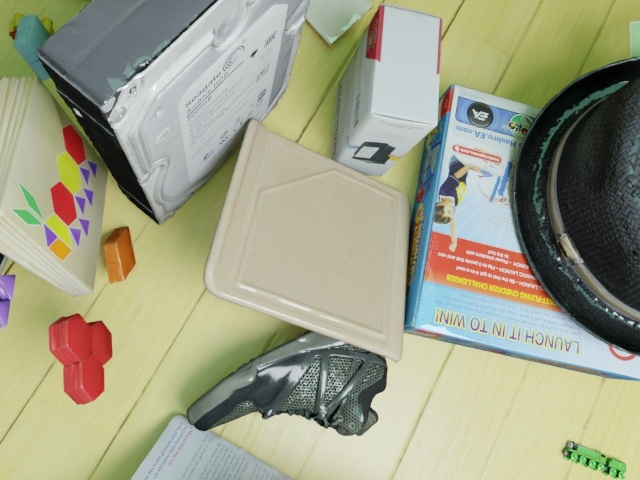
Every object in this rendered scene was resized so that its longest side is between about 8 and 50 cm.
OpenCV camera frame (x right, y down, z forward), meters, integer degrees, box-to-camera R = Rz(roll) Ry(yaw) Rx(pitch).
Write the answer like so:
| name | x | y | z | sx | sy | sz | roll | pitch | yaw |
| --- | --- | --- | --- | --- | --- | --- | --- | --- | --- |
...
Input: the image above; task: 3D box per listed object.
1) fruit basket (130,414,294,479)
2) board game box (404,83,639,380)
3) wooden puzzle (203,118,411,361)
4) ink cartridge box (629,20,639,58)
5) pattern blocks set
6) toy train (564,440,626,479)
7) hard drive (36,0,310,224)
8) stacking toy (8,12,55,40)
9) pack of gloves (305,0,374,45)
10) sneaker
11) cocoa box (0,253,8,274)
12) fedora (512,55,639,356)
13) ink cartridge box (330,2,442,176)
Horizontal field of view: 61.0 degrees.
| name | x | y | z | sx | sy | sz | roll | pitch | yaw |
| --- | --- | --- | --- | --- | --- | --- | --- | --- | --- |
| fruit basket | -0.062 | 0.371 | 0.477 | 0.353 | 0.165 | 0.327 | 25 | 38 | 3 |
| board game box | 0.269 | -0.005 | 0.678 | 0.308 | 0.086 | 0.302 | 14 | 77 | -7 |
| wooden puzzle | 0.000 | 0.000 | 0.601 | 0.239 | 0.044 | 0.221 | 25 | 53 | -22 |
| ink cartridge box | 0.447 | -0.142 | 0.629 | 0.171 | 0.056 | 0.235 | 1 | 77 | 17 |
| pattern blocks set | -0.252 | -0.045 | 0.507 | 0.026 | 0.285 | 0.324 | -13 | 46 | 4 |
| toy train | 0.340 | 0.272 | 0.671 | 0.083 | 0.017 | 0.023 | 23 | 66 | -5 |
| hard drive | -0.107 | -0.148 | 0.512 | 0.064 | 0.339 | 0.237 | 40 | 74 | 0 |
| stacking toy | -0.253 | -0.310 | 0.672 | 0.221 | 0.052 | 0.167 | 6 | 80 | -10 |
| pack of gloves | 0.003 | -0.402 | 0.746 | 0.195 | 0.046 | 0.232 | -44 | 86 | -3 |
| sneaker | -0.023 | 0.175 | 0.592 | 0.228 | 0.087 | 0.130 | -22 | 77 | -18 |
| cocoa box | -0.453 | 0.025 | 0.472 | 0.228 | 0.231 | 0.347 | 19 | 76 | -5 |
| fedora | 0.352 | -0.047 | 0.528 | 0.334 | 0.152 | 0.334 | -2 | 83 | 15 |
| ink cartridge box | 0.070 | -0.163 | 0.631 | 0.072 | 0.175 | 0.127 | 7 | 78 | -11 |
